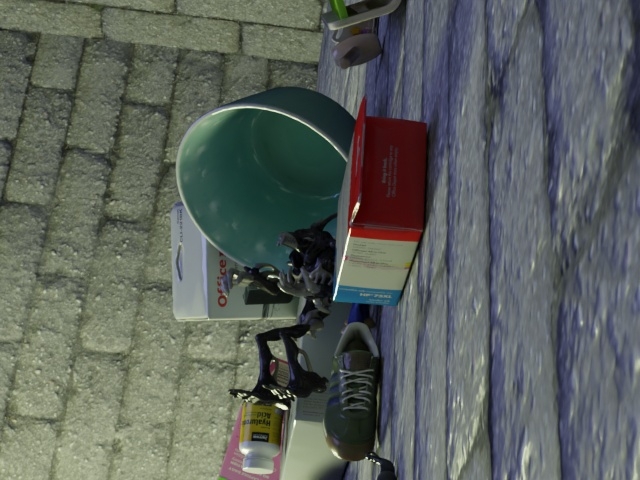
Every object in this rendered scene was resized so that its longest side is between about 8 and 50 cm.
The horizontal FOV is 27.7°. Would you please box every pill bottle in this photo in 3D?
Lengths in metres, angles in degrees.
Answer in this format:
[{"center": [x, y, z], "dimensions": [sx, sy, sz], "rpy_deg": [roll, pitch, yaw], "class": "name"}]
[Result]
[{"center": [-0.092, 0.300, 2.012], "dimensions": [0.065, 0.065, 0.116], "rpy_deg": [104, 170, -69], "class": "pill bottle"}]

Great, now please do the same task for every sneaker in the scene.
[{"center": [0.038, 0.172, 1.557], "dimensions": [0.192, 0.064, 0.086], "rpy_deg": [-83, -4, -60], "class": "sneaker"}]

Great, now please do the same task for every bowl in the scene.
[{"center": [-0.045, -0.110, 1.968], "dimensions": [0.163, 0.312, 0.311], "rpy_deg": [-58, -17, -47], "class": "bowl"}]

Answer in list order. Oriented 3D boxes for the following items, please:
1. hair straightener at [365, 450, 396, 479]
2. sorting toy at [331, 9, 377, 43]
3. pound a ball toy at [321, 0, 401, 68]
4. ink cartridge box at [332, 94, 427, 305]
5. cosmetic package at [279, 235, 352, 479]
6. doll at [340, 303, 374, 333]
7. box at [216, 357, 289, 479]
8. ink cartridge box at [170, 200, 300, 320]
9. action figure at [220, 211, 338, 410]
[{"center": [0.046, 0.315, 1.285], "dimensions": [0.089, 0.047, 0.230], "rpy_deg": [100, 175, -50], "class": "hair straightener"}, {"center": [0.057, -0.353, 2.174], "dimensions": [0.045, 0.075, 0.083], "rpy_deg": [117, 160, -81], "class": "sorting toy"}, {"center": [0.063, -0.353, 1.879], "dimensions": [0.319, 0.136, 0.208], "rpy_deg": [-98, -11, -78], "class": "pound a ball toy"}, {"center": [0.064, -0.038, 1.381], "dimensions": [0.231, 0.078, 0.134], "rpy_deg": [102, 173, -62], "class": "ink cartridge box"}, {"center": [0.003, 0.201, 1.935], "dimensions": [0.377, 0.097, 0.284], "rpy_deg": [101, 177, -62], "class": "cosmetic package"}, {"center": [0.059, 0.023, 1.651], "dimensions": [0.129, 0.046, 0.189], "rpy_deg": [-62, -20, -73], "class": "doll"}, {"center": [-0.087, 0.362, 2.238], "dimensions": [0.213, 0.117, 0.243], "rpy_deg": [-51, -20, -68], "class": "box"}, {"center": [-0.099, 0.033, 2.134], "dimensions": [0.114, 0.273, 0.197], "rpy_deg": [-7, 83, 56], "class": "ink cartridge box"}, {"center": [-0.040, 0.074, 1.706], "dimensions": [0.164, 0.141, 0.275], "rpy_deg": [-15, 58, 49], "class": "action figure"}]
